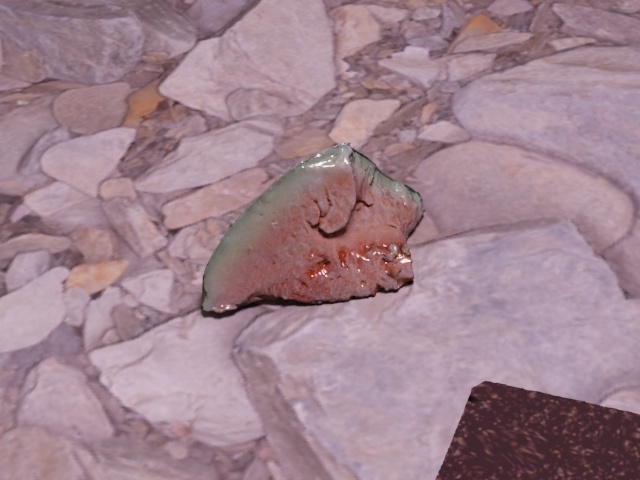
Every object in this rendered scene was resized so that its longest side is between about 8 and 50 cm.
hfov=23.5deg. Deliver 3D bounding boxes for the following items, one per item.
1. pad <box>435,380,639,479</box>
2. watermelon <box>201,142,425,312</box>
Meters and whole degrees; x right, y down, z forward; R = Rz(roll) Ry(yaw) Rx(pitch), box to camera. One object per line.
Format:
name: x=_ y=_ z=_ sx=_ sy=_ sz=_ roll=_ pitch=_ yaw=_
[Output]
pad: x=0.134 y=0.204 z=0.760 sx=0.220 sy=0.004 sz=0.330 roll=12 pitch=43 yaw=19
watermelon: x=-0.008 y=-0.005 z=0.974 sx=0.155 sy=0.101 sz=0.080 roll=-16 pitch=52 yaw=2
